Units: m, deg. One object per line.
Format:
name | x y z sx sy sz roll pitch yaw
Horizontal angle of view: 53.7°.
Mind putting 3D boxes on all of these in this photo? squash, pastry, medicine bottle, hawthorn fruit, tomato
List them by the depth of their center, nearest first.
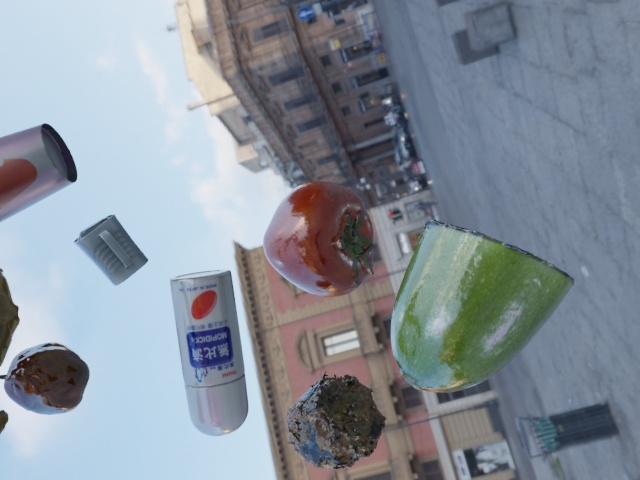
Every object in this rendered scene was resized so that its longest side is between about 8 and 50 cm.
squash | 0.284 0.157 1.217 0.310 0.311 0.308 36 -104 -76
medicine bottle | -0.228 0.236 1.316 0.130 0.131 0.340 -34 -62 -81
pastry | 0.038 0.485 1.704 0.192 0.275 0.274 81 177 -56
hawthorn fruit | -0.770 0.381 1.731 0.248 0.208 0.207 22 -130 -61
tomato | 0.000 0.000 1.854 0.342 0.273 0.341 7 -100 -49

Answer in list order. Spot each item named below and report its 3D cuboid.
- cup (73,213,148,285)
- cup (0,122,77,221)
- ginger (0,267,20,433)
cup | -0.427 0.017 1.297 0.129 0.095 0.128 54 157 -17
cup | -0.667 -0.126 1.298 0.203 0.289 0.202 158 90 -90
ginger | -0.590 0.218 1.013 0.348 0.122 0.363 40 -142 6
